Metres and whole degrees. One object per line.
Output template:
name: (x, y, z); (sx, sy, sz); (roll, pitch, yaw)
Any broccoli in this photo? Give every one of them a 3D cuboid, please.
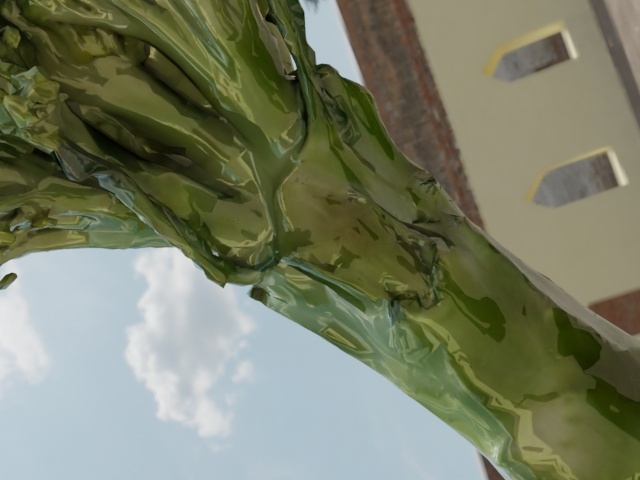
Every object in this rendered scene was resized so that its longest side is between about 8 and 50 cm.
broccoli: (-0.005, -0.004, 0.357); (0.361, 0.221, 0.252); (43, -169, 28)
